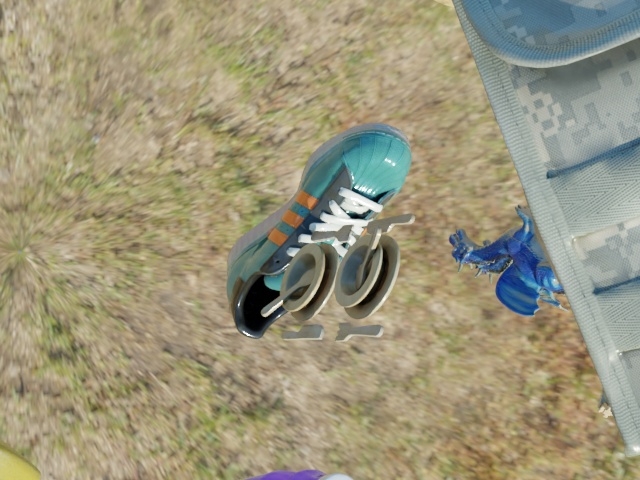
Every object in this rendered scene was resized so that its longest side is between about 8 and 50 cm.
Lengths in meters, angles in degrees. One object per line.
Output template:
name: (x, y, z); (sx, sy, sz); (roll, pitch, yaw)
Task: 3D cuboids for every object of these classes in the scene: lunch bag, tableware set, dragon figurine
lunch bag: (0.187, -0.090, 0.616); (0.235, 0.169, 0.287); (-21, 97, 10)
tableware set: (0.010, 0.035, 1.414); (0.039, 0.194, 0.128); (25, 73, -28)
dragon figurine: (0.289, 0.050, 1.864); (0.085, 0.289, 0.144); (-4, 129, -41)

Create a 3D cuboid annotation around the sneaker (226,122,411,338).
sneaker: (0.000, 0.000, 1.562); (0.108, 0.121, 0.302); (25, 129, -25)

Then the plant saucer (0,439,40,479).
plant saucer: (-0.565, 0.271, 1.708); (0.333, 0.081, 0.333); (32, 45, 17)

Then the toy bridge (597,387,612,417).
toy bridge: (0.315, 0.146, 1.453); (0.026, 0.188, 0.063); (19, 62, 7)

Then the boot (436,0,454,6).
boot: (0.159, -0.451, 1.927); (0.295, 0.104, 0.211); (18, 65, -42)

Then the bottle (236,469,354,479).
bottle: (-0.046, 0.366, 1.920); (0.118, 0.283, 0.092); (29, 62, -23)
